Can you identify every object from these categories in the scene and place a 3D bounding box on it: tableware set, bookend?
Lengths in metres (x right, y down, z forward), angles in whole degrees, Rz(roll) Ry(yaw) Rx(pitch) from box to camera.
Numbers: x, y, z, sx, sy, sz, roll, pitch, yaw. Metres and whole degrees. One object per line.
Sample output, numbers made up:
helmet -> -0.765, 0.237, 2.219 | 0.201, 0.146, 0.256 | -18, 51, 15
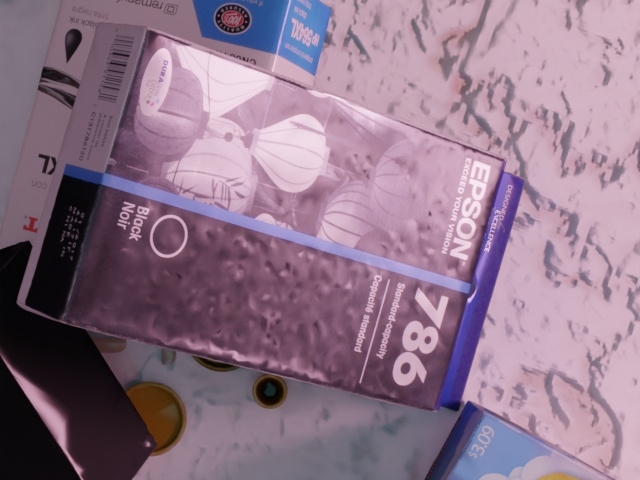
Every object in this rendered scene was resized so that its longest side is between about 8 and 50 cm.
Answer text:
tableware set -> -0.098, 0.087, 1.117 | 0.154, 0.024, 0.104 | 0, 90, -2
bookend -> -0.210, 0.099, 1.071 | 0.156, 0.072, 0.157 | -17, 113, 34

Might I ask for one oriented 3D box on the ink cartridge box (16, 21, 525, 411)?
ink cartridge box -> 0.000, 0.000, 1.014 | 0.332, 0.065, 0.165 | 16, 89, -37

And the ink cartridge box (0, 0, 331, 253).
ink cartridge box -> -0.095, -0.068, 1.071 | 0.148, 0.086, 0.203 | 14, 89, 15

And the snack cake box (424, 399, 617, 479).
snack cake box -> 0.097, 0.252, 1.087 | 0.152, 0.089, 0.264 | 29, 89, -2
